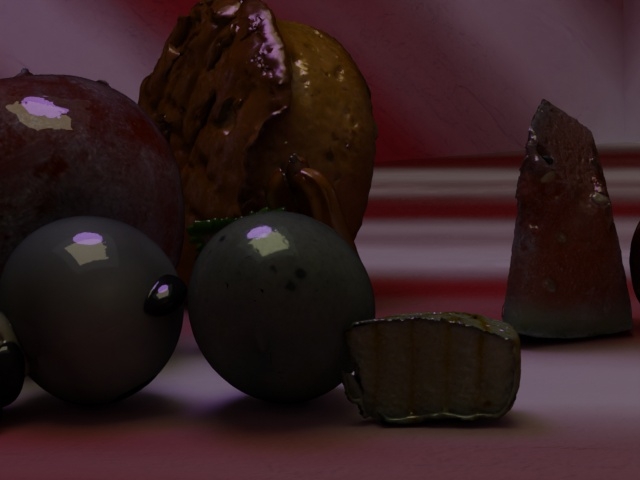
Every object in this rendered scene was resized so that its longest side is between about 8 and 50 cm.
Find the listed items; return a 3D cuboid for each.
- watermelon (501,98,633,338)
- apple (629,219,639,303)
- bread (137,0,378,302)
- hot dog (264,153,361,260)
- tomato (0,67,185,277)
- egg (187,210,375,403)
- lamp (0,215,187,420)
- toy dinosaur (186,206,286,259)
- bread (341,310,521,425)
[{"bbox_3d":[0.265,-0.021,1.958,0.140,0.257,0.193,-1,15,10],"label":"watermelon"},{"bbox_3d":[0.430,0.017,1.987,0.158,0.147,0.156,-22,44,-35],"label":"apple"},{"bbox_3d":[-0.095,-0.106,2.249,0.215,0.398,0.398,7,2,-32],"label":"bread"},{"bbox_3d":[0.000,0.000,2.019,0.092,0.236,0.062,11,44,33],"label":"hot dog"},{"bbox_3d":[-0.296,-0.026,1.935,0.316,0.317,0.282,-6,46,-26],"label":"tomato"},{"bbox_3d":[-0.035,0.062,1.656,0.169,0.169,0.236,0,-21,13],"label":"egg"},{"bbox_3d":[-0.245,0.080,1.686,0.244,0.198,0.198,-29,16,-17],"label":"lamp"},{"bbox_3d":[-0.057,0.062,1.919,0.152,0.177,0.194,-7,-21,-2],"label":"toy dinosaur"},{"bbox_3d":[0.102,0.105,1.612,0.156,0.103,0.110,6,14,9],"label":"bread"}]
